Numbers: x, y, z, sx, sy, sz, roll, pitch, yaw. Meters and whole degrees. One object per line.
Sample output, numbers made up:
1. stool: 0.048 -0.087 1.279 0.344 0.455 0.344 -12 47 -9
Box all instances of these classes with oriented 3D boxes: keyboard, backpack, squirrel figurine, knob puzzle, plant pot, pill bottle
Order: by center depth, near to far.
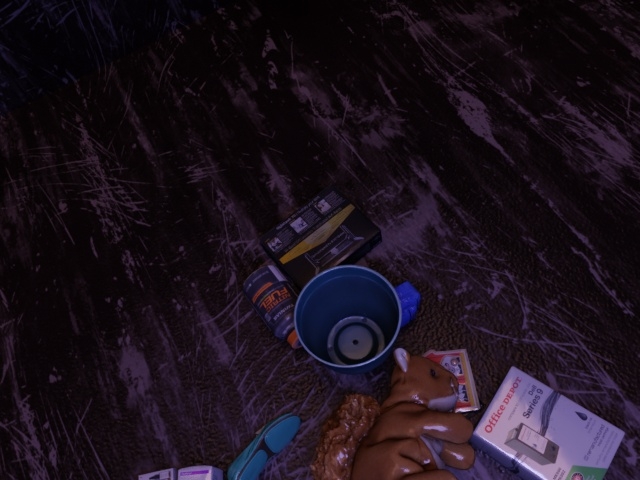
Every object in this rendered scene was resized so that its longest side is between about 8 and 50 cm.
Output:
1. squirrel figurine: 0.167 0.450 1.301 0.397 0.281 0.370 -8 47 22
2. keyboard: 0.347 0.463 1.436 0.180 0.023 0.108 -29 55 -5
3. plant pot: 0.086 0.241 1.465 0.271 0.255 0.272 -4 62 8
4. knob puzzle: 0.315 0.382 1.467 0.213 0.030 0.213 -7 55 10
5. backpack: 0.234 0.186 1.562 0.120 0.098 0.101 -32 60 -18
6. pill bottle: -0.114 0.199 1.593 0.130 0.130 0.246 -36 63 -10

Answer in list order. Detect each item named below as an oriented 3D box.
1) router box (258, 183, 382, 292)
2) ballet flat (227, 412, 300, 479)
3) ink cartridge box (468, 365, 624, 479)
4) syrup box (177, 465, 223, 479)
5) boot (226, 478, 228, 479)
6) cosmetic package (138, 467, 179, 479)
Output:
1. router box: 0.000 0.000 1.708 0.309 0.081 0.243 -38 63 -11
2. ballet flat: -0.158 0.545 1.436 0.087 0.083 0.247 0 34 46
3. ink cartridge box: 0.544 0.483 1.333 0.289 0.121 0.211 30 70 23
4. syrup box: -0.307 0.704 1.376 0.096 0.093 0.237 -7 61 6
5. boot: -0.158 0.674 1.383 0.198 0.077 0.137 -5 55 4
6. cosmetic package: -0.413 0.726 1.402 0.099 0.060 0.239 -14 61 3
